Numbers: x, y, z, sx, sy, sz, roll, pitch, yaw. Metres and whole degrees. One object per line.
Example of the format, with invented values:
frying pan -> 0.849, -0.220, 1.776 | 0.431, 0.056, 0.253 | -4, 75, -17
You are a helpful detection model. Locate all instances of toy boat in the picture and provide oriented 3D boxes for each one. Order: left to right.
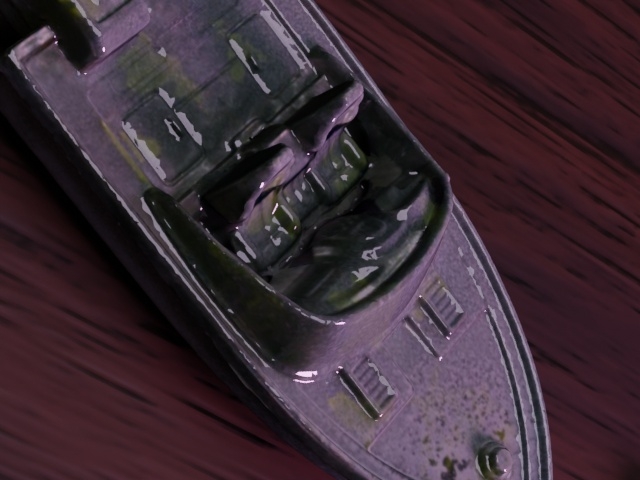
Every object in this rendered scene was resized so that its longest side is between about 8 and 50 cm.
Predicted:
toy boat -> 0.000, 0.000, 0.610 | 0.319, 0.092, 0.141 | 53, 53, -11
